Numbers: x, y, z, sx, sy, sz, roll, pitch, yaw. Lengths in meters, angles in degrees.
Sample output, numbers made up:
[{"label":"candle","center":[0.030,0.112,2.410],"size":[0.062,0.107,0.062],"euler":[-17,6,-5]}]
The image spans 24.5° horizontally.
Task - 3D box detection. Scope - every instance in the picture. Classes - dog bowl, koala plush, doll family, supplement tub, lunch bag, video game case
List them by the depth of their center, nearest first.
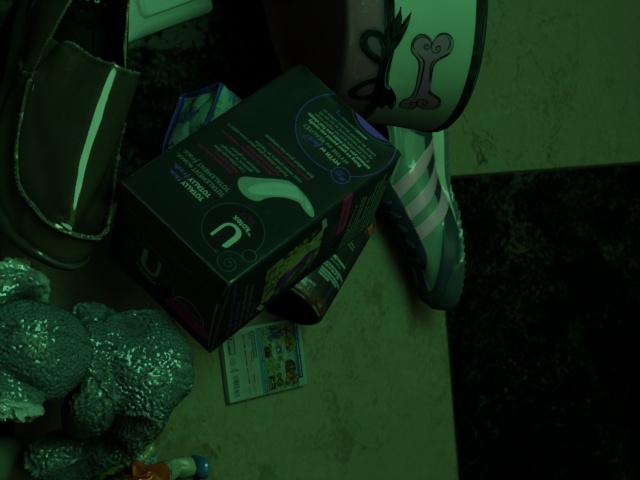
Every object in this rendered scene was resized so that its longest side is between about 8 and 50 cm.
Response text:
[{"label":"koala plush","center":[-0.263,0.121,1.486],"size":[0.221,0.203,0.196],"euler":[33,48,-47]},{"label":"doll family","center":[-0.236,0.332,1.624],"size":[0.163,0.118,0.263],"euler":[-4,109,-46]},{"label":"dog bowl","center":[0.042,-0.317,1.691],"size":[0.150,0.408,0.408],"euler":[-9,95,-17]},{"label":"lunch bag","center":[-0.120,-0.085,1.724],"size":[0.129,0.096,0.151],"euler":[34,58,-34]},{"label":"video game case","center":[-0.070,0.146,1.813],"size":[0.122,0.011,0.087],"euler":[-9,94,-39]},{"label":"supplement tub","center":[0.000,0.000,1.816],"size":[0.106,0.106,0.198],"euler":[46,61,-29]}]

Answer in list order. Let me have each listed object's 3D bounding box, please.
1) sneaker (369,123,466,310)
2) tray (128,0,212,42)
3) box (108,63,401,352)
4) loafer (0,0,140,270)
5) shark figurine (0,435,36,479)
[{"label":"sneaker","center":[0.102,-0.057,1.919],"size":[0.131,0.112,0.319],"euler":[-11,94,-22]},{"label":"tray","center":[-0.200,-0.374,1.685],"size":[0.145,0.030,0.270],"euler":[-28,114,-36]},{"label":"box","center":[-0.070,-0.038,1.576],"size":[0.165,0.143,0.270],"euler":[43,56,15]},{"label":"loafer","center":[-0.259,-0.145,1.513],"size":[0.134,0.130,0.366],"euler":[20,53,-37]},{"label":"shark figurine","center":[-0.385,0.283,1.486],"size":[0.166,0.116,0.278],"euler":[50,58,-26]}]
